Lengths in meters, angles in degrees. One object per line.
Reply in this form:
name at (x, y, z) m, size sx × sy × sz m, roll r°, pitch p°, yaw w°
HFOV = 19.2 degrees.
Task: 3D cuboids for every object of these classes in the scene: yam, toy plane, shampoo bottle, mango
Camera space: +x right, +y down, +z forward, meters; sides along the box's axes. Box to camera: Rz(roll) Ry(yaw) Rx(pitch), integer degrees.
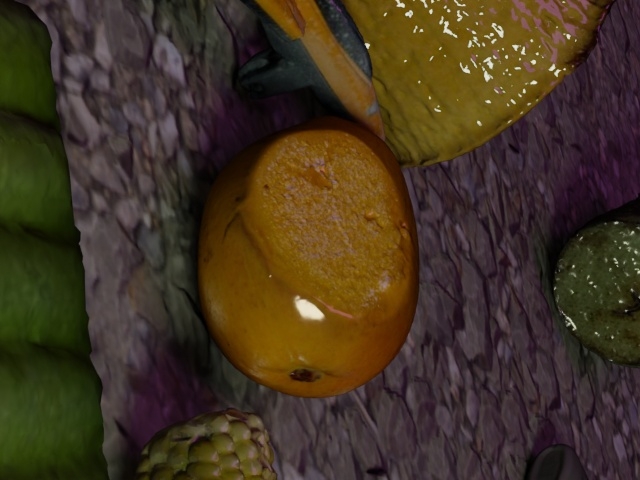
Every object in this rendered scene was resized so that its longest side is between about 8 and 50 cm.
yam at (0.296, 0.031, 1.627) m, size 0.254 × 0.154 × 0.154 m, roll -19°, pitch 93°, yaw -67°
toy plane at (-0.050, -0.169, 1.062) m, size 0.204 × 0.103 × 0.316 m, roll -74°, pitch 148°, yaw -46°
shampoo bottle at (0.199, 0.235, 1.416) m, size 0.165 × 0.040 × 0.080 m, roll 64°, pitch 25°, yaw -23°
mango at (-0.005, 0.003, 1.049) m, size 0.141 × 0.102 × 0.217 m, roll 44°, pitch 32°, yaw -13°

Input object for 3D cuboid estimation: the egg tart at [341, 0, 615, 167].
egg tart at (0.072, -0.161, 1.201) m, size 0.171 × 0.215 × 0.215 m, roll 42°, pitch 38°, yaw -30°

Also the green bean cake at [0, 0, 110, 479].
green bean cake at (-0.166, 0.032, 0.558) m, size 0.113 × 0.200 × 0.214 m, roll 8°, pitch 68°, yaw -65°

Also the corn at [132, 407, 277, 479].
corn at (-0.046, 0.229, 0.831) m, size 0.097 × 0.097 × 0.320 m, roll 37°, pitch 42°, yaw -54°
